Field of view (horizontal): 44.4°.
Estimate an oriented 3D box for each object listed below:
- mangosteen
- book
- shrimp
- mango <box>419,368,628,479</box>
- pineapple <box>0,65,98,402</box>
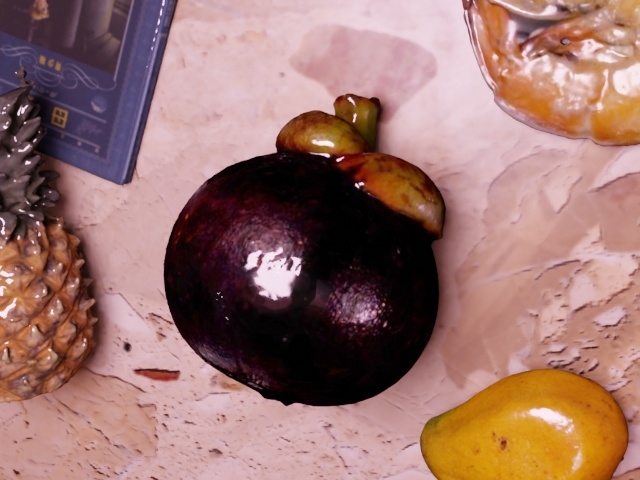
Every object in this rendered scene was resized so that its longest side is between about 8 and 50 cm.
[{"bbox_3d":[0.000,0.000,0.597,0.212,0.211,0.249,20,77,12],"label":"mangosteen"},{"bbox_3d":[-0.222,-0.205,0.691,0.191,0.025,0.269,23,109,10],"label":"book"},{"bbox_3d":[0.150,-0.174,0.568,0.317,0.062,0.164,30,118,10],"label":"shrimp"},{"bbox_3d":[0.164,0.168,0.632,0.165,0.089,0.115,-37,89,25],"label":"mango"},{"bbox_3d":[-0.276,-0.006,0.678,0.158,0.158,0.278,10,114,15],"label":"pineapple"}]
